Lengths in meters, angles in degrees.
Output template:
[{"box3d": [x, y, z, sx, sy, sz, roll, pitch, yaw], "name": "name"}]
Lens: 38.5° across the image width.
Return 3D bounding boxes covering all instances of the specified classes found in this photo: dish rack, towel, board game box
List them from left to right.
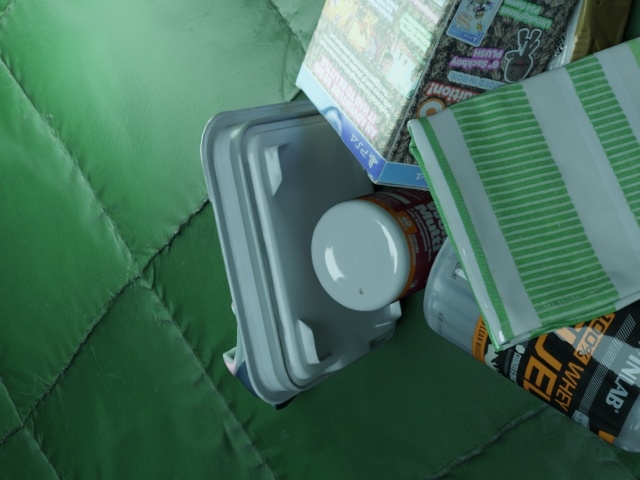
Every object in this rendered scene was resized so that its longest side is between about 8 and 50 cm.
[{"box3d": [0.000, 0.000, 1.076, 0.072, 0.285, 0.333, -6, 98, 34], "name": "dish rack"}, {"box3d": [0.119, -0.232, 0.962, 0.232, 0.141, 0.291, 57, 133, 47], "name": "board game box"}, {"box3d": [0.269, -0.060, 0.861, 0.324, 0.038, 0.248, -20, 75, -5], "name": "towel"}]

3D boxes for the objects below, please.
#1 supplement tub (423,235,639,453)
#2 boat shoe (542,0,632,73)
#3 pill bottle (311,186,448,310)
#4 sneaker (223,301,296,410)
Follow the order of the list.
[{"box3d": [0.281, 0.085, 0.946, 0.316, 0.193, 0.194, 31, 118, 27], "name": "supplement tub"}, {"box3d": [0.256, -0.192, 0.966, 0.096, 0.098, 0.277, 31, 118, 49], "name": "boat shoe"}, {"box3d": [0.098, -0.003, 1.041, 0.121, 0.221, 0.121, 10, 107, 35], "name": "pill bottle"}, {"box3d": [-0.062, 0.075, 1.249, 0.131, 0.112, 0.319, 28, 116, 25], "name": "sneaker"}]
